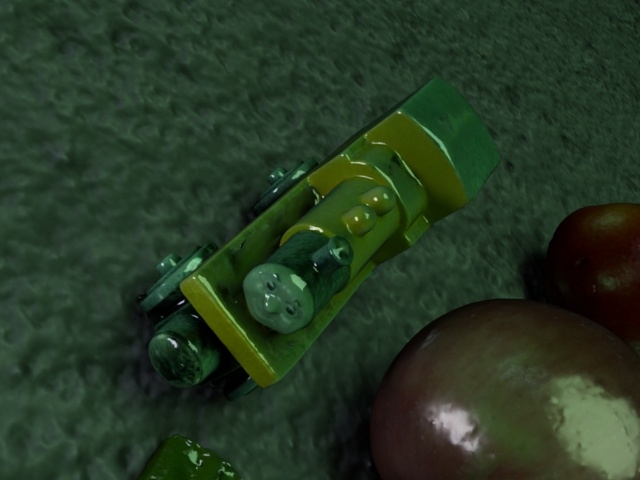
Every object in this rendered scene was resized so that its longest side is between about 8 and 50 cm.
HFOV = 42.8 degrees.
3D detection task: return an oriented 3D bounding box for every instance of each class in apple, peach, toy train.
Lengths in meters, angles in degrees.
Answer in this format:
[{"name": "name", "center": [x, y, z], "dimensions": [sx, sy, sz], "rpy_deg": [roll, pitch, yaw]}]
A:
[{"name": "apple", "center": [0.190, 0.203, 0.758], "dimensions": [0.235, 0.306, 0.305], "rpy_deg": [-31, 86, -27]}, {"name": "peach", "center": [0.430, 0.064, 1.161], "dimensions": [0.243, 0.199, 0.243], "rpy_deg": [16, 59, -28]}, {"name": "toy train", "center": [0.000, 0.000, 0.742], "dimensions": [0.150, 0.237, 0.369], "rpy_deg": [52, 39, -6]}]

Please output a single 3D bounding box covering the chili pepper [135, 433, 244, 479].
[{"name": "chili pepper", "center": [-0.160, 0.258, 0.522], "dimensions": [0.085, 0.076, 0.359], "rpy_deg": [34, 35, 6]}]
